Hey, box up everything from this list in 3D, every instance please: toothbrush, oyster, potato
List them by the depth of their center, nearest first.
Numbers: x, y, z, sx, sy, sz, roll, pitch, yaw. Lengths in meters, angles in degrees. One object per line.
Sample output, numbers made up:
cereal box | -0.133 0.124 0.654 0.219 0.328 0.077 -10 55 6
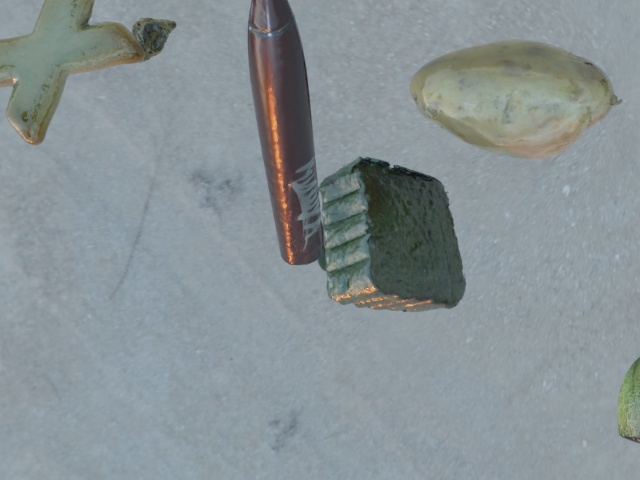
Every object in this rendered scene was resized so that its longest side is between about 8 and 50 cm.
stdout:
toothbrush | -0.028 -0.101 0.590 0.041 0.041 0.364 15 145 16
potato | 0.234 -0.167 1.060 0.235 0.161 0.128 -9 137 -9
oyster | -0.248 -0.302 1.278 0.034 0.093 0.051 -3 143 48

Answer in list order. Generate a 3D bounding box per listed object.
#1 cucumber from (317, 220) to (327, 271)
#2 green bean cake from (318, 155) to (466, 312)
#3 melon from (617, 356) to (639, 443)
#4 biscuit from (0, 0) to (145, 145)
cucumber | 0.000 0.000 1.505 0.033 0.184 0.036 -5 56 9
green bean cake | 0.084 0.001 1.094 0.094 0.173 0.181 -25 64 44
melon | 0.479 0.206 1.176 0.160 0.079 0.128 -14 84 -8
biscuit | -0.362 -0.249 1.172 0.208 0.047 0.164 -42 100 -5
